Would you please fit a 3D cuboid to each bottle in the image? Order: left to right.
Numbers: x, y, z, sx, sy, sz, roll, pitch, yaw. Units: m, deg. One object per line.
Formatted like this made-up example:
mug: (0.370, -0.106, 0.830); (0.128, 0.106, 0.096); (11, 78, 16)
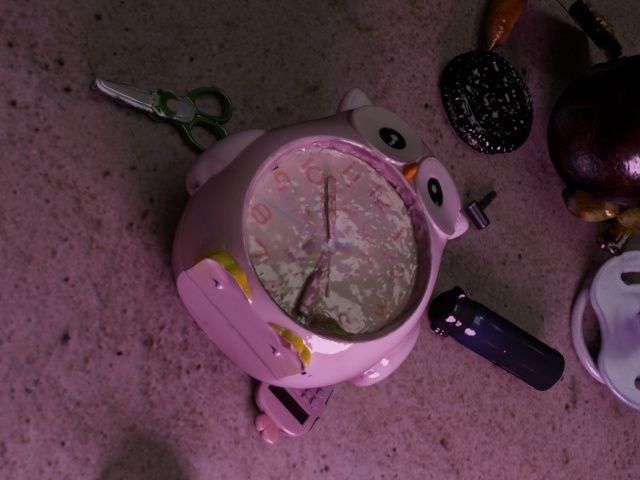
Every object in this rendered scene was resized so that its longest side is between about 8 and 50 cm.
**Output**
bottle: (0.276, 0.158, 1.494); (0.244, 0.082, 0.072); (33, 16, -23)

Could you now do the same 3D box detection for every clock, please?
clock: (0.000, 0.000, 1.239); (0.368, 0.250, 0.377); (50, 59, -6)

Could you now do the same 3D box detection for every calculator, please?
calculator: (-0.037, 0.209, 1.296); (0.103, 0.024, 0.166); (50, 53, -12)

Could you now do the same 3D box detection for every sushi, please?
sushi: (0.493, -0.398, 1.714); (0.279, 0.043, 0.192); (26, 30, -47)

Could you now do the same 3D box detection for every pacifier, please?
pacifier: (0.566, 0.142, 1.605); (0.238, 0.226, 0.287); (5, 72, -13)

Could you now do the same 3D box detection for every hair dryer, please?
hair dryer: (0.275, -0.057, 1.587); (0.047, 0.026, 0.083); (55, 47, -11)

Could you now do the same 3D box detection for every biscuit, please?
biscuit: (0.289, -0.239, 1.627); (0.194, 0.053, 0.194); (10, 71, -31)

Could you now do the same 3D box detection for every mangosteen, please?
mangosteen: (0.554, -0.168, 1.636); (0.330, 0.330, 0.330); (10, 71, -31)

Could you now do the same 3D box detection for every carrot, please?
carrot: (0.334, -0.413, 1.698); (0.072, 0.072, 0.205); (36, 59, -20)

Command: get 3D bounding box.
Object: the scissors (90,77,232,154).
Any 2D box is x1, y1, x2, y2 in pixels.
scissors: (-0.214, -0.184, 1.289); (0.204, 0.027, 0.101); (17, 66, -31)
